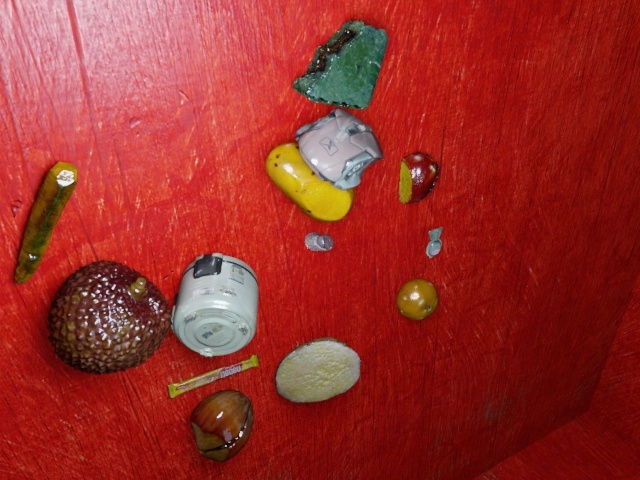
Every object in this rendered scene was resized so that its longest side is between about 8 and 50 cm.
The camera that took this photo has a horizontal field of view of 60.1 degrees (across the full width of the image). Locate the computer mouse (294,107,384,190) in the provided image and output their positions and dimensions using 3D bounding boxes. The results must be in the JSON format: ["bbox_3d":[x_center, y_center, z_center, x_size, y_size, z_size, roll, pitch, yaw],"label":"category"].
[{"bbox_3d":[0.079,-0.252,1.391,0.115,0.199,0.389,-36,-179,35],"label":"computer mouse"}]

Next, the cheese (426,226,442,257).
[{"bbox_3d":[0.399,0.011,1.939,0.067,0.026,0.120,-18,127,-23],"label":"cheese"}]

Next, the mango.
[{"bbox_3d":[-0.033,-0.159,1.428,0.160,0.191,0.290,-46,137,13],"label":"mango"}]

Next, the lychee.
[{"bbox_3d":[-0.497,0.187,1.310,0.276,0.275,0.304,23,126,-41],"label":"lychee"}]

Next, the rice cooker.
[{"bbox_3d":[-0.275,0.163,1.461,0.226,0.244,0.226,0,129,-1],"label":"rice cooker"}]

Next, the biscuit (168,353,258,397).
[{"bbox_3d":[-0.331,0.422,1.737,0.292,0.026,0.048,-16,107,-24],"label":"biscuit"}]

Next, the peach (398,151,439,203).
[{"bbox_3d":[0.298,-0.185,1.698,0.127,0.092,0.172,4,115,-38],"label":"peach"}]

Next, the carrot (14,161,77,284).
[{"bbox_3d":[-0.617,-0.031,1.229,0.066,0.066,0.314,15,113,-39],"label":"carrot"}]

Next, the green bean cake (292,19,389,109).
[{"bbox_3d":[0.048,-0.438,1.357,0.194,0.107,0.208,4,116,-32],"label":"green bean cake"}]

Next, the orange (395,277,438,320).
[{"bbox_3d":[0.347,0.212,1.972,0.156,0.124,0.156,-20,131,-24],"label":"orange"}]

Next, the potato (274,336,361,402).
[{"bbox_3d":[-0.019,0.419,1.882,0.299,0.116,0.239,-11,118,-14],"label":"potato"}]

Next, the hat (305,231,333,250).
[{"bbox_3d":[-0.003,-0.001,1.666,0.087,0.042,0.058,12,113,-1],"label":"hat"}]

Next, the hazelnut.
[{"bbox_3d":[-0.304,0.583,1.760,0.181,0.181,0.212,-16,119,1],"label":"hazelnut"}]
